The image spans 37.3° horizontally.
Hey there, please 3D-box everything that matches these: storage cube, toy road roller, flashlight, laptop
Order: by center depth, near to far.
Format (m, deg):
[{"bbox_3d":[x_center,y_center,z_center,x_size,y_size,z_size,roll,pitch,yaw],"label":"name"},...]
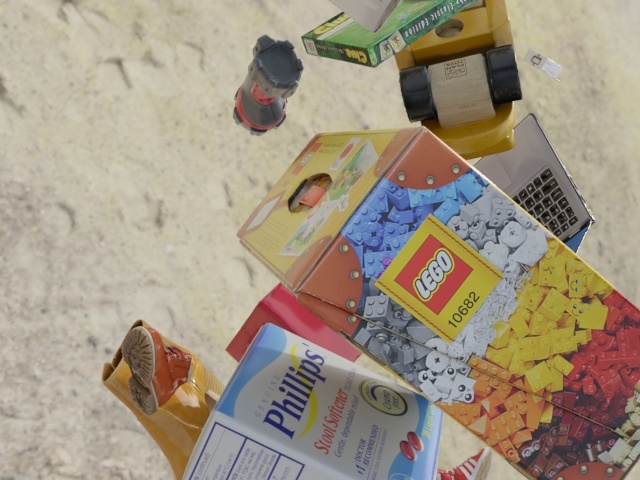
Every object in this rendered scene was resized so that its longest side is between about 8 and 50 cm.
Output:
[{"bbox_3d":[-0.087,-0.254,1.615,0.103,0.304,0.103,10,84,-11],"label":"flashlight"},{"bbox_3d":[0.248,-0.289,1.680,0.240,0.203,0.329,64,19,-50],"label":"toy road roller"},{"bbox_3d":[-0.020,0.168,1.718,0.193,0.183,0.215,43,47,6],"label":"storage cube"},{"bbox_3d":[0.303,0.021,1.822,0.236,0.382,0.407,0,57,-40],"label":"laptop"}]

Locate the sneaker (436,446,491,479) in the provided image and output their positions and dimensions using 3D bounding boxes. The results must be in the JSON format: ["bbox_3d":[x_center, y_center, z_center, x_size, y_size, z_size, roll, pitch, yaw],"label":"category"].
[{"bbox_3d":[0.202,0.338,1.373,0.118,0.067,0.042,-46,135,-46],"label":"sneaker"}]

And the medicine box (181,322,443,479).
[{"bbox_3d":[-0.003,0.278,1.260,0.289,0.149,0.263,26,23,1],"label":"medicine box"}]

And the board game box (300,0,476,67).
[{"bbox_3d":[0.115,-0.287,1.138,0.260,0.136,0.030,-35,125,-21],"label":"board game box"}]

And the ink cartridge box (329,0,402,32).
[{"bbox_3d":[0.050,-0.357,0.737,0.223,0.129,0.307,35,83,-3],"label":"ink cartridge box"}]

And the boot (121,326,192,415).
[{"bbox_3d":[-0.205,0.152,1.220,0.085,0.158,0.059,-31,58,-29],"label":"boot"}]

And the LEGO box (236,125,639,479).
[{"bbox_3d":[0.125,0.058,1.091,0.372,0.500,0.193,38,88,-12],"label":"LEGO box"}]

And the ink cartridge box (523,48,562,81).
[{"bbox_3d":[0.453,-0.354,1.912,0.048,0.028,0.083,21,18,-32],"label":"ink cartridge box"}]

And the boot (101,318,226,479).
[{"bbox_3d":[-0.227,0.263,1.350,0.211,0.104,0.295,40,28,-27],"label":"boot"}]
